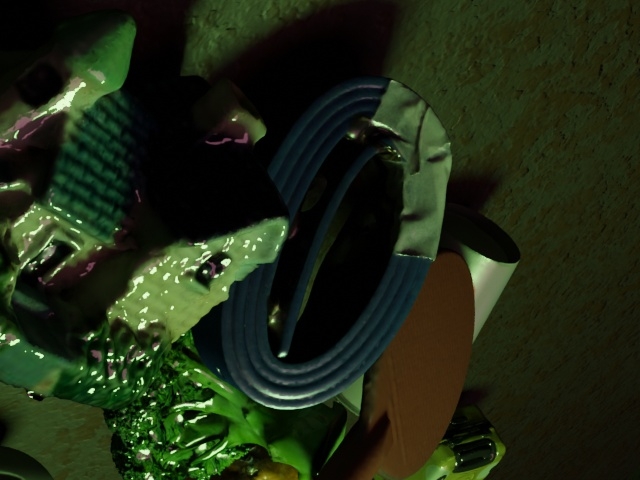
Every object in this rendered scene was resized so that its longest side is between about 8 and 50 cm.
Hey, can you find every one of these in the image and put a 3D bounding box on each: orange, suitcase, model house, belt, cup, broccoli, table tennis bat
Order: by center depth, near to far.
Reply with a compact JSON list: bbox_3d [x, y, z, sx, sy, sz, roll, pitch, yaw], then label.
[{"bbox_3d":[-0.185,-0.042,0.989,0.284,0.243,0.298,-41,151,5],"label":"model house"},{"bbox_3d":[0.000,0.000,1.186,0.212,0.117,0.347,25,85,-22],"label":"belt"},{"bbox_3d":[-0.105,0.158,1.336,0.297,0.297,0.297,-56,158,-38],"label":"broccoli"},{"bbox_3d":[0.096,0.174,1.349,0.414,0.051,0.268,-49,139,-45],"label":"table tennis bat"},{"bbox_3d":[0.142,0.099,1.606,0.203,0.203,0.288,2,128,-47],"label":"cup"},{"bbox_3d":[-0.114,0.377,1.700,0.224,0.224,0.170,-19,142,-26],"label":"orange"},{"bbox_3d":[0.205,0.404,2.141,0.194,0.143,0.235,-4,140,-41],"label":"suitcase"}]

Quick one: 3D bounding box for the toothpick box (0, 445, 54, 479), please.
[{"bbox_3d":[-0.437,0.324,1.321,0.229,0.229,0.316,-41,152,10],"label":"toothpick box"}]
